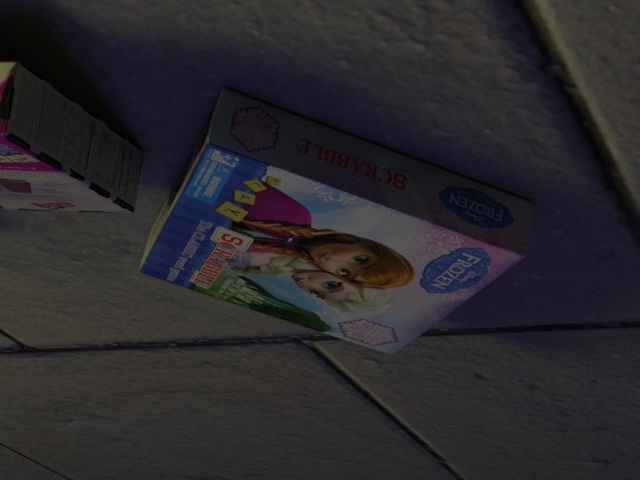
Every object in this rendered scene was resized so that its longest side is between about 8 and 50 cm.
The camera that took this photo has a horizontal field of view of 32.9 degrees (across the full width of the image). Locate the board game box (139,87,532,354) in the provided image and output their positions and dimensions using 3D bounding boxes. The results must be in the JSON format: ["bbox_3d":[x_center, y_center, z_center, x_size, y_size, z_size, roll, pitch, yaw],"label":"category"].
[{"bbox_3d":[0.000,0.000,1.118,0.317,0.066,0.319,19,152,-12],"label":"board game box"}]

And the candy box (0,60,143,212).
[{"bbox_3d":[-0.288,-0.090,1.005,0.159,0.071,0.233,2,166,18],"label":"candy box"}]
